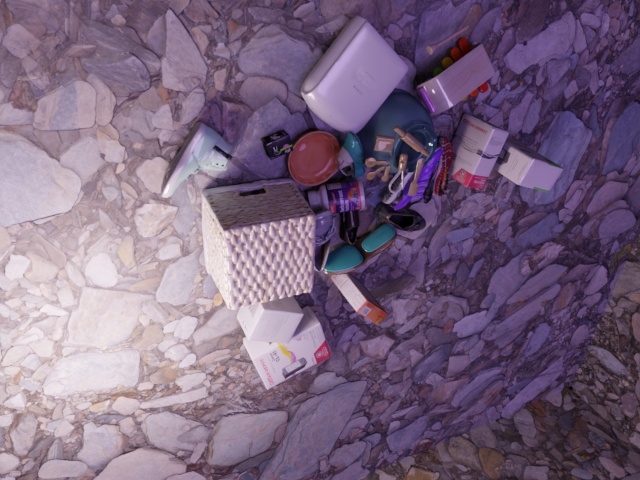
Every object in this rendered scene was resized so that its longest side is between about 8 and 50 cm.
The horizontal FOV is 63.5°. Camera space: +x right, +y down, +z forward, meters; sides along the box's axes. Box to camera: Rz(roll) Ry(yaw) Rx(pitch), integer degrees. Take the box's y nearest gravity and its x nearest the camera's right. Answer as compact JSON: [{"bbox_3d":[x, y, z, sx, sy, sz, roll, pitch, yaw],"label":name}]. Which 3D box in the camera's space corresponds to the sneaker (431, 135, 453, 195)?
[{"bbox_3d":[0.445,-0.289,1.991,0.088,0.092,0.225,-1,105,-50],"label":"sneaker"}]

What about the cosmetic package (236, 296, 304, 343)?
[{"bbox_3d":[-0.192,0.284,1.970,0.183,0.151,0.151,13,114,-34],"label":"cosmetic package"}]

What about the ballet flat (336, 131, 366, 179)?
[{"bbox_3d":[0.102,-0.273,1.761,0.087,0.083,0.247,-36,158,-4],"label":"ballet flat"}]

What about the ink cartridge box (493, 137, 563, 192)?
[{"bbox_3d":[0.774,-0.313,2.038,0.198,0.273,0.115,7,119,-33],"label":"ink cartridge box"}]

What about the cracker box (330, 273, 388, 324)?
[{"bbox_3d":[0.153,0.221,2.070,0.067,0.232,0.155,-47,131,8],"label":"cracker box"}]

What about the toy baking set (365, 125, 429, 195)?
[{"bbox_3d":[0.256,-0.254,1.689,0.256,0.030,0.197,26,117,-29],"label":"toy baking set"}]

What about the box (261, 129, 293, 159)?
[{"bbox_3d":[-0.139,-0.309,1.666,0.083,0.052,0.062,-25,130,-11],"label":"box"}]

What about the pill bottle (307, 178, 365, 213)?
[{"bbox_3d":[0.055,-0.150,1.828,0.193,0.108,0.108,-9,127,-2],"label":"pill bottle"}]

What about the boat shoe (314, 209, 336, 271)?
[{"bbox_3d":[-0.002,0.002,1.840,0.118,0.103,0.320,-24,157,-24],"label":"boat shoe"}]

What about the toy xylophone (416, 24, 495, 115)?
[{"bbox_3d":[0.463,-0.582,1.756,0.322,0.081,0.236,-30,105,-21],"label":"toy xylophone"}]

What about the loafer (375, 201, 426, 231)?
[{"bbox_3d":[0.333,-0.077,2.069,0.267,0.084,0.096,16,112,-36],"label":"loafer"}]

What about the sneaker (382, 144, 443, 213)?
[{"bbox_3d":[0.380,-0.221,1.958,0.146,0.102,0.293,37,108,-13],"label":"sneaker"}]

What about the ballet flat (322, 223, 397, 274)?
[{"bbox_3d":[0.155,0.053,2.055,0.342,0.116,0.124,-33,156,-12],"label":"ballet flat"}]

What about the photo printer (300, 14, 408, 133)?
[{"bbox_3d":[0.101,-0.503,1.634,0.256,0.107,0.307,32,101,-40],"label":"photo printer"}]

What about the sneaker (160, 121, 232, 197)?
[{"bbox_3d":[-0.368,-0.213,1.566,0.151,0.094,0.256,30,101,-34],"label":"sneaker"}]

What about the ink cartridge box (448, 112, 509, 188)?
[{"bbox_3d":[0.584,-0.341,1.975,0.100,0.172,0.237,3,119,-33],"label":"ink cartridge box"}]

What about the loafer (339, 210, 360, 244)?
[{"bbox_3d":[0.120,-0.079,1.950,0.080,0.078,0.220,-18,128,-19],"label":"loafer"}]

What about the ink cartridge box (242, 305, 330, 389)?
[{"bbox_3d":[-0.134,0.441,2.125,0.306,0.131,0.226,-27,130,-13],"label":"ink cartridge box"}]

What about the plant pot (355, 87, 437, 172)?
[{"bbox_3d":[0.277,-0.350,1.780,0.293,0.196,0.293,-15,127,-21],"label":"plant pot"}]

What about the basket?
[{"bbox_3d":[-0.199,0.003,1.704,0.328,0.266,0.331,-11,124,-22],"label":"basket"}]

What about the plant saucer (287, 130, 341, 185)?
[{"bbox_3d":[-0.024,-0.282,1.760,0.200,0.037,0.200,-15,128,-21],"label":"plant saucer"}]
